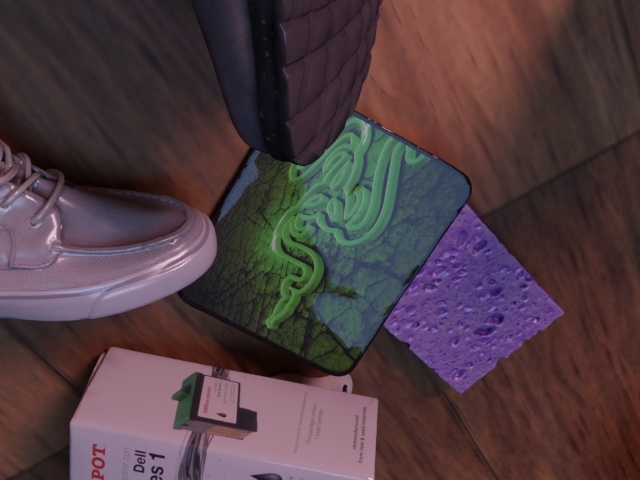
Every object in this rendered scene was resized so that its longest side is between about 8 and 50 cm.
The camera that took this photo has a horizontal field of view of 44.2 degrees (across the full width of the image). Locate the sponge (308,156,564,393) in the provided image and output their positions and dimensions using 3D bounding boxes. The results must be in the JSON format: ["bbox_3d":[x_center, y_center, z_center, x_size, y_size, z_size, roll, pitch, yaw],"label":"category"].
[{"bbox_3d":[0.096,0.033,0.635,0.117,0.031,0.210,-40,124,12],"label":"sponge"}]

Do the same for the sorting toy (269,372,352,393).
[{"bbox_3d":[-0.004,0.148,0.685,0.075,0.045,0.083,-23,128,-23],"label":"sorting toy"}]

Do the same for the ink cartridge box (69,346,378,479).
[{"bbox_3d":[-0.078,0.187,0.615,0.220,0.092,0.160,10,120,0],"label":"ink cartridge box"}]

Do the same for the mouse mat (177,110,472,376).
[{"bbox_3d":[0.000,0.000,0.572,0.153,0.007,0.189,28,108,-10],"label":"mouse mat"}]

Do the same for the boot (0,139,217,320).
[{"bbox_3d":[-0.195,-0.021,0.480,0.258,0.095,0.123,-6,131,-10],"label":"boot"}]

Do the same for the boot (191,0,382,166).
[{"bbox_3d":[-0.099,-0.199,0.347,0.223,0.118,0.338,4,118,25],"label":"boot"}]
